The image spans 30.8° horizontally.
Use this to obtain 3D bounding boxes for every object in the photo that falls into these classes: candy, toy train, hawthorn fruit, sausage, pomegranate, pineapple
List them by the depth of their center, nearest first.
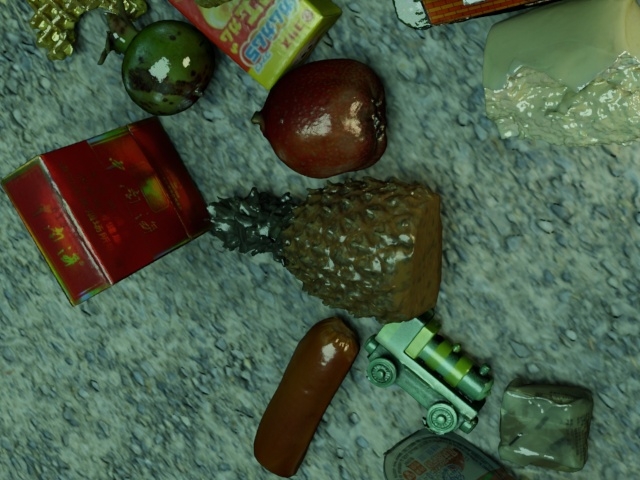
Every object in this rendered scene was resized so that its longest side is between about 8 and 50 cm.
[{"bbox_3d":[-0.002,-0.169,1.606,0.188,0.169,0.169,4,107,22],"label":"hawthorn fruit"},{"bbox_3d":[-0.120,-0.354,1.634,0.276,0.088,0.146,43,115,4],"label":"candy"},{"bbox_3d":[0.000,0.000,1.638,0.362,0.202,0.202,8,108,28],"label":"pineapple"},{"bbox_3d":[-0.239,-0.256,1.675,0.169,0.148,0.148,17,112,1],"label":"pomegranate"},{"bbox_3d":[0.161,0.187,1.685,0.200,0.083,0.132,38,112,7],"label":"toy train"},{"bbox_3d":[-0.028,0.246,1.776,0.089,0.083,0.300,25,115,0],"label":"sausage"}]

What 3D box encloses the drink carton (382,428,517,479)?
[{"bbox_3d":[0.164,0.408,1.705,0.191,0.185,0.190,36,130,23],"label":"drink carton"}]

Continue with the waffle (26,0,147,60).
[{"bbox_3d":[-0.354,-0.358,1.746,0.194,0.051,0.149,-11,101,19],"label":"waffle"}]

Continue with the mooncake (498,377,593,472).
[{"bbox_3d":[0.319,0.262,1.648,0.130,0.073,0.125,10,112,21],"label":"mooncake"}]

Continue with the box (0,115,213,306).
[{"bbox_3d":[-0.290,-0.052,1.663,0.089,0.313,0.197,-29,93,26],"label":"box"}]

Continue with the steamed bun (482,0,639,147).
[{"bbox_3d":[0.311,-0.199,1.461,0.225,0.170,0.200,-11,103,25],"label":"steamed bun"}]

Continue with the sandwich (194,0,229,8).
[{"bbox_3d":[-0.085,-0.448,1.478,0.325,0.131,0.262,-18,100,-18],"label":"sandwich"}]

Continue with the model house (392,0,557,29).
[{"bbox_3d":[0.204,-0.371,1.377,0.294,0.154,0.207,-11,100,16],"label":"model house"}]
